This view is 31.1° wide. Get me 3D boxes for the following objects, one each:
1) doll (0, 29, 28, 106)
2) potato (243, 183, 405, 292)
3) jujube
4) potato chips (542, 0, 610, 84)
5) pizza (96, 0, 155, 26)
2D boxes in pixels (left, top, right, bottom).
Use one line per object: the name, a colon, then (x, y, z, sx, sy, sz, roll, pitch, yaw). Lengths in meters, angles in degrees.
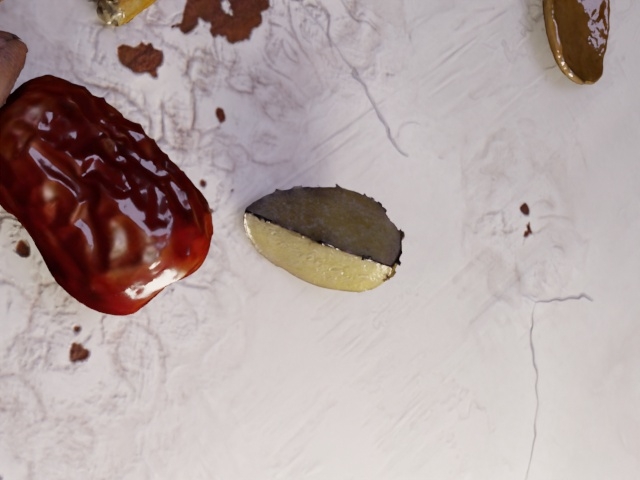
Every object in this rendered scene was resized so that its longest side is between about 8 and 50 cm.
doll: (-0.363, -0.108, 0.905, 0.201, 0.156, 0.303, 27, 59, 14)
potato: (0.000, 0.000, 1.247, 0.172, 0.089, 0.101, 17, 45, -2)
jujube: (-0.206, -0.041, 1.039, 0.230, 0.155, 0.155, 47, 57, -14)
potato chips: (0.344, -0.308, 1.579, 0.150, 0.049, 0.202, 2, 78, -41)
pizza: (-0.205, -0.309, 1.150, 0.161, 0.062, 0.182, 28, 70, -38)
